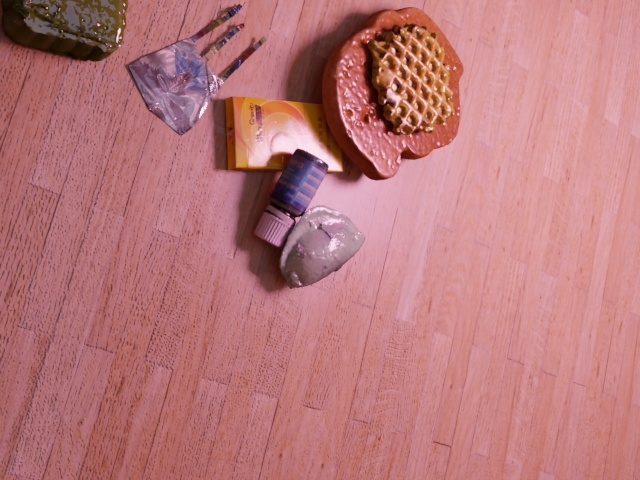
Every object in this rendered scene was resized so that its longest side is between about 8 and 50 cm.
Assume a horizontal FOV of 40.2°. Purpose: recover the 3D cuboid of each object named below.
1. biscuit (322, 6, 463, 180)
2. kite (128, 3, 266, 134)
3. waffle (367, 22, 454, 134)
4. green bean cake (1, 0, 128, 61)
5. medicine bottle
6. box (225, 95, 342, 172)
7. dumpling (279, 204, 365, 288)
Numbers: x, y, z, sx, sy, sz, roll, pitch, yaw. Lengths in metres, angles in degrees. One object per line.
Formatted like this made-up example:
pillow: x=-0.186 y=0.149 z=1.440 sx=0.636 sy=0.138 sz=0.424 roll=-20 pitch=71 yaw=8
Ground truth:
biscuit: x=0.175 y=-0.349 z=2.003 sx=0.455 sy=0.078 sz=0.349 roll=-30 pitch=109 yaw=-39
kite: x=-0.234 y=-0.353 z=1.786 sx=0.310 sy=0.015 sz=0.169 roll=-41 pitch=108 yaw=-26
waffle: x=0.209 y=-0.362 z=1.963 sx=0.245 sy=0.052 sz=0.254 roll=-18 pitch=98 yaw=-40
green bean cake: x=-0.457 y=-0.443 z=1.585 sx=0.214 sy=0.113 sz=0.200 roll=8 pitch=83 yaw=-32
medicine bottle: x=-0.063 y=-0.086 z=1.815 sx=0.083 sy=0.083 sz=0.203 roll=28 pitch=90 yaw=-29
box: x=-0.074 y=-0.222 z=1.864 sx=0.269 sy=0.043 sz=0.152 roll=-2 pitch=86 yaw=-35
dumpling: x=0.006 y=0.010 z=1.841 sx=0.217 sy=0.149 sz=0.105 roll=-27 pitch=61 yaw=-27
